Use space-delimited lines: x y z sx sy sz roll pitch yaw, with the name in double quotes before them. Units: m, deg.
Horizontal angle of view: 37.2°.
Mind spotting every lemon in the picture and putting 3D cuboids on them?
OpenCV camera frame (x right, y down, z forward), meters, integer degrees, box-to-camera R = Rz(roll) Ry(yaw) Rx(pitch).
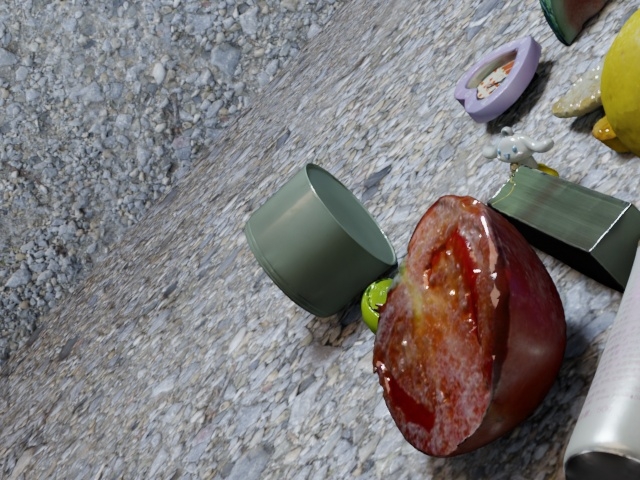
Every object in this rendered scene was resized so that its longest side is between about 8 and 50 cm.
"lemon" 0.445 -0.186 1.075 0.236 0.236 0.263 -49 31 -2

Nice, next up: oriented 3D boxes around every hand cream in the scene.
"hand cream" 0.350 0.110 0.937 0.185 0.118 0.359 -10 36 48

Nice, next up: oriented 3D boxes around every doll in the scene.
"doll" 0.303 -0.119 1.398 0.071 0.113 0.135 -36 -6 -27

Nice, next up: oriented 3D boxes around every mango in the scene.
"mango" 0.118 0.115 1.408 0.091 0.074 0.165 -41 34 2

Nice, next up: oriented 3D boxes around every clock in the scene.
"clock" 0.329 -0.285 1.696 0.172 0.064 0.198 -43 22 12

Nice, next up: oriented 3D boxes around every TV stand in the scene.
"TV stand" 0.321 -0.020 1.221 0.083 0.088 0.269 -49 21 1

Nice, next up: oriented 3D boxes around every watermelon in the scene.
"watermelon" 0.449 -0.477 1.688 0.202 0.207 0.136 -37 45 -15

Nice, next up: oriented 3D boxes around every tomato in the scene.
"tomato" 0.201 0.107 1.130 0.309 0.170 0.309 -30 56 59

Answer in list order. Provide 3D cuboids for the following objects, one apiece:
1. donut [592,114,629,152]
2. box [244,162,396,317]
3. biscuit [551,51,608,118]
"donut" 0.435 -0.165 1.316 0.108 0.043 0.097 -44 21 8
"box" 0.000 0.000 1.614 0.149 0.226 0.226 -41 22 17
"biscuit" 0.453 -0.260 1.405 0.265 0.040 0.188 -34 12 40
